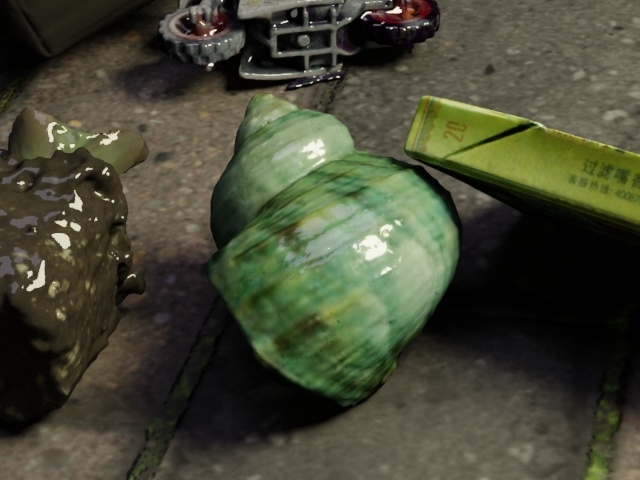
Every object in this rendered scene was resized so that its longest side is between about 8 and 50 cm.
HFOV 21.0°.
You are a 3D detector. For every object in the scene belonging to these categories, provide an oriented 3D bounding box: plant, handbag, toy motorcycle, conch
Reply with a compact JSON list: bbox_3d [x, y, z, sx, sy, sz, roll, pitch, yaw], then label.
[{"bbox_3d":[-0.179,0.006,1.042,0.142,0.131,0.203,3,45,16],"label":"plant"},{"bbox_3d":[-0.181,-0.239,1.408,0.247,0.080,0.223,-34,26,-16],"label":"handbag"},{"bbox_3d":[-0.020,-0.172,1.330,0.215,0.080,0.122,-6,36,-8],"label":"toy motorcycle"},{"bbox_3d":[0.002,0.000,1.024,0.176,0.122,0.188,-10,36,-31],"label":"conch"}]

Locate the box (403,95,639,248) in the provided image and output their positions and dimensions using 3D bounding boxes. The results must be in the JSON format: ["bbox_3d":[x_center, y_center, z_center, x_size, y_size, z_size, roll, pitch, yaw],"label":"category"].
[{"bbox_3d":[0.218,-0.009,0.987,0.311,0.043,0.173,20,0,34],"label":"box"}]
